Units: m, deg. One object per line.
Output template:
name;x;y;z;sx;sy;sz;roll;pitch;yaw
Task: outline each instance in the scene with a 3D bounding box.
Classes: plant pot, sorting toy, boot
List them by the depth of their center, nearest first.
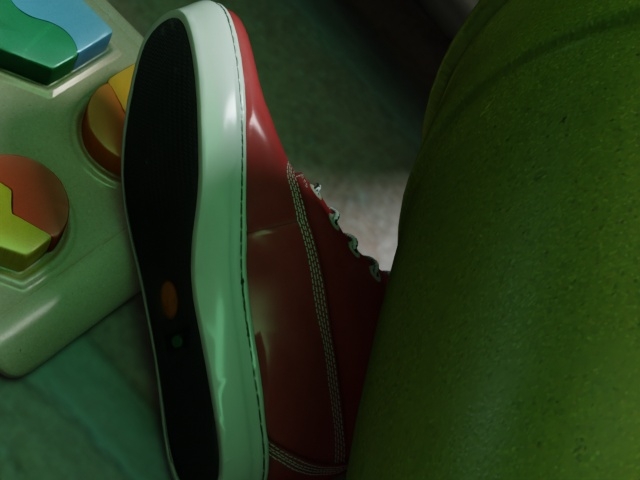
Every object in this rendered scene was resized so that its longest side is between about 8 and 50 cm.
plant pot;0.154;0.112;0.568;0.366;0.366;0.353;34;49;-5
boot;0.000;0.000;0.780;0.176;0.088;0.244;-7;88;-31
sorting toy;-0.153;-0.060;0.792;0.208;0.038;0.193;48;55;5

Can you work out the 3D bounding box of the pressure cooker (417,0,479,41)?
pressure cooker;0.132;-0.313;0.863;0.420;0.375;0.370;52;17;8
